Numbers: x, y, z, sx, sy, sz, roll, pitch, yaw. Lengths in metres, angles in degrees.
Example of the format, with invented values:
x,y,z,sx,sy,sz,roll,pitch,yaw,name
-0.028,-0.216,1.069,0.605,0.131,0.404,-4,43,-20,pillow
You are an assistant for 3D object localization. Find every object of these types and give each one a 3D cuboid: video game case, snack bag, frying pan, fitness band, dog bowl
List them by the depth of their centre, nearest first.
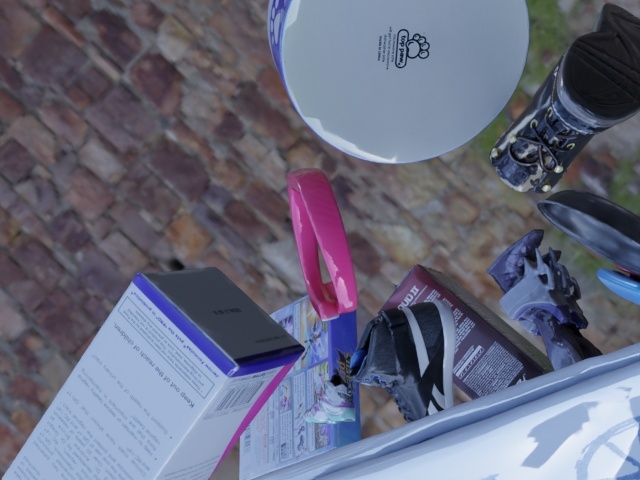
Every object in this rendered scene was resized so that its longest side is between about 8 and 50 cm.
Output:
x,y,z,sx,sy,sz,roll,pitch,yaw,name
0.146,0.236,0.696,0.037,0.323,0.342,-93,-23,-63,snack bag
0.080,-0.218,1.136,0.265,0.265,0.104,44,-166,-26,dog bowl
0.371,0.000,1.263,0.197,0.053,0.326,32,177,-13,frying pan
0.000,0.000,1.554,0.291,0.054,0.209,-140,39,-79,fitness band
-0.036,0.235,1.729,0.061,0.244,0.269,18,-122,-34,video game case

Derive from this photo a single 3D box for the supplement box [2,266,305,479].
x,y,z,sx,sy,sz,roll,pitch,yaw,name
-0.132,0.139,0.855,0.114,0.220,0.111,41,-163,19,supplement box

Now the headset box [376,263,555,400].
x,y,z,sx,sy,sz,roll,pitch,yaw,name
0.238,0.159,1.743,0.293,0.110,0.218,41,-172,22,headset box

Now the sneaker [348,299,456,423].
x,y,z,sx,sy,sz,roll,pitch,yaw,name
0.092,0.178,1.265,0.079,0.121,0.217,-143,49,-72,sneaker

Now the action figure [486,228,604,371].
x,y,z,sx,sy,sz,roll,pitch,yaw,name
0.261,0.134,1.051,0.185,0.099,0.285,11,-135,-51,action figure

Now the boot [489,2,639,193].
x,y,z,sx,sy,sz,roll,pitch,yaw,name
0.370,-0.184,1.640,0.138,0.284,0.377,34,-143,0,boot

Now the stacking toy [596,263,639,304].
x,y,z,sx,sy,sz,roll,pitch,yaw,name
0.506,-0.045,1.444,0.175,0.302,0.166,16,-174,-13,stacking toy

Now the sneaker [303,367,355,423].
x,y,z,sx,sy,sz,roll,pitch,yaw,name
0.013,0.197,1.374,0.038,0.069,0.098,11,164,-35,sneaker
